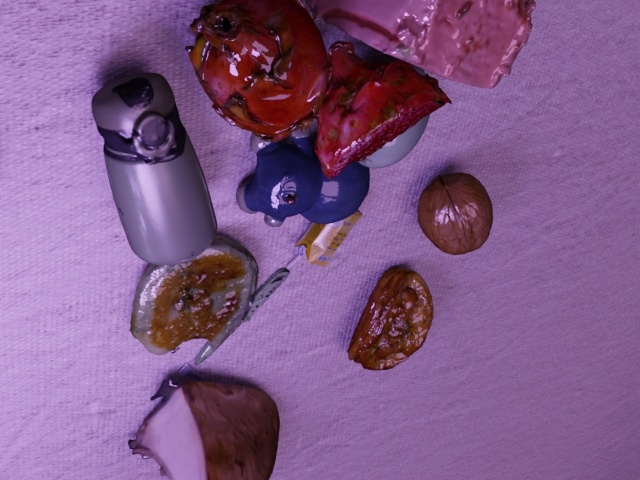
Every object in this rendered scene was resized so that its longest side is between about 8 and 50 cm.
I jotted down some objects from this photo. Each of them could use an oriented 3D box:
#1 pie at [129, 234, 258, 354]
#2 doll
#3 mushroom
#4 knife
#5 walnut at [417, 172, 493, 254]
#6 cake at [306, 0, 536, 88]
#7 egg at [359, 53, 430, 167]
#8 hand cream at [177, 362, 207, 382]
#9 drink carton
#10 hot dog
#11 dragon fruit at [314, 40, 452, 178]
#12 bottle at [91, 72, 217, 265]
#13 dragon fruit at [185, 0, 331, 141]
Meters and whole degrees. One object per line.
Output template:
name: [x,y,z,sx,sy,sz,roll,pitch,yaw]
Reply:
pie: [-0.254,0.117,1.914,0.302,0.067,0.302,-19,133,-22]
doll: [-0.022,-0.122,1.837,0.258,0.154,0.228,-7,125,-40]
mushroom: [-0.195,0.492,2.116,0.224,0.313,0.397,-44,146,23]
knife: [-0.172,0.168,2.054,0.293,0.020,0.043,-47,136,6]
walnut: [0.301,-0.061,2.103,0.167,0.167,0.207,-34,140,-7]
cake: [0.207,-0.448,1.609,0.307,0.293,0.314,9,113,-43]
egg: [0.123,-0.246,1.787,0.168,0.168,0.231,36,69,-48]
hand cream: [-0.280,0.303,2.091,0.030,0.019,0.093,-43,136,1]
drink carton: [0.000,0.000,1.995,0.084,0.074,0.200,13,116,-51]
hot dog: [0.170,0.194,2.254,0.196,0.122,0.272,4,124,-37]
dragon fruit: [0.065,-0.254,1.646,0.262,0.211,0.134,-36,162,6]
bottle: [-0.287,-0.128,1.609,0.168,0.168,0.347,-25,133,-17]
dragon fruit: [-0.099,-0.296,1.555,0.250,0.250,0.315,-46,136,6]
